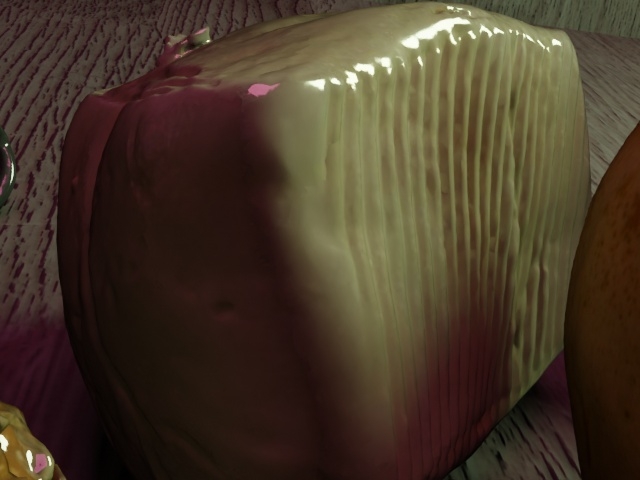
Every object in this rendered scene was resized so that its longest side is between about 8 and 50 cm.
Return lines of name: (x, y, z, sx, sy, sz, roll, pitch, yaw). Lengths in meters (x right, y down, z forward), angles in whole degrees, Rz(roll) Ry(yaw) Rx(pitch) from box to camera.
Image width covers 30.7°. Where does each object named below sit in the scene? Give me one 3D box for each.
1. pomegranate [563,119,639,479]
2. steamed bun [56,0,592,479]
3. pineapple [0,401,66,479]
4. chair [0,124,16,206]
pomegranate: (0.252, 0.042, 0.512, 0.319, 0.319, 0.319, 8, 21, -3)
steamed bun: (-0.005, 0.001, 0.640, 0.236, 0.247, 0.383, -3, 13, 31)
pineapple: (-0.126, 0.166, 0.250, 0.202, 0.202, 0.362, -1, 36, -25)
chair: (-0.335, -0.095, 0.940, 0.222, 0.095, 0.104, 27, 38, 37)
